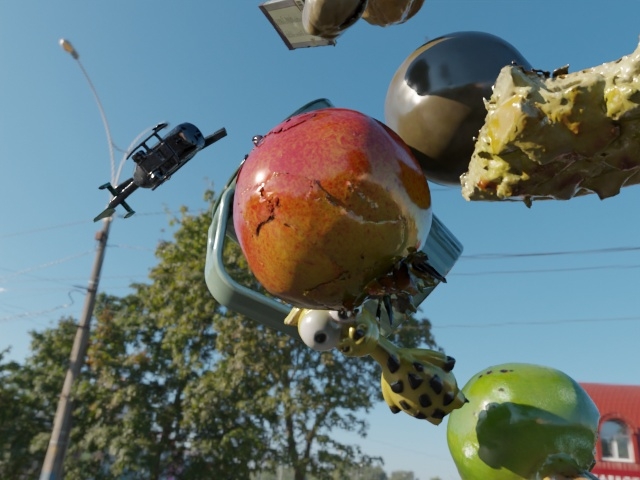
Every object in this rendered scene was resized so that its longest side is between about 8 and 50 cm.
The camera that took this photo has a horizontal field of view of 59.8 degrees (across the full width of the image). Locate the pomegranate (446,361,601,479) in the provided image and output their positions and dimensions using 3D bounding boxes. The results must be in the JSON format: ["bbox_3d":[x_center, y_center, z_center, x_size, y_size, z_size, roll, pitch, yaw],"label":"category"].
[{"bbox_3d":[0.313,0.314,0.807,0.235,0.236,0.302,10,15,-8],"label":"pomegranate"}]

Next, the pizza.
[{"bbox_3d":[0.290,-0.108,0.589,0.323,0.090,0.223,-10,-32,27],"label":"pizza"}]

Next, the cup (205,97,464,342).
[{"bbox_3d":[0.001,0.003,1.019,0.392,0.401,0.310,44,-8,6],"label":"cup"}]

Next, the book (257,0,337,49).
[{"bbox_3d":[-0.062,-0.596,1.524,0.231,0.026,0.157,21,-23,51],"label":"book"}]

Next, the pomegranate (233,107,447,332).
[{"bbox_3d":[0.020,-0.021,0.569,0.235,0.210,0.210,46,-15,20],"label":"pomegranate"}]

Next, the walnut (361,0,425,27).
[{"bbox_3d":[0.158,-0.650,1.356,0.256,0.225,0.257,24,-34,17],"label":"walnut"}]

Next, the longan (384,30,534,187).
[{"bbox_3d":[0.282,-0.251,1.093,0.318,0.319,0.319,5,-25,2],"label":"longan"}]

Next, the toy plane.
[{"bbox_3d":[-0.393,-0.159,1.299,0.106,0.381,0.155,50,6,-5],"label":"toy plane"}]

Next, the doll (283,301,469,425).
[{"bbox_3d":[0.075,0.143,0.736,0.291,0.086,0.117,41,-78,-11],"label":"doll"}]

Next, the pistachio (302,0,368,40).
[{"bbox_3d":[0.029,-0.421,0.962,0.113,0.149,0.113,25,-2,1],"label":"pistachio"}]
